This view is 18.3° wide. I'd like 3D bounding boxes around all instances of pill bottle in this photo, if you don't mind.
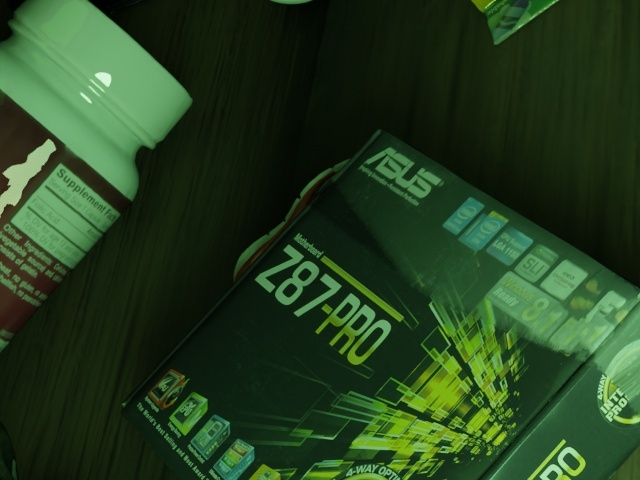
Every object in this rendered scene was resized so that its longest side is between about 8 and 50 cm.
[{"bbox_3d":[-0.319,-0.049,1.918,0.392,0.224,0.224,-50,33,-4],"label":"pill bottle"}]

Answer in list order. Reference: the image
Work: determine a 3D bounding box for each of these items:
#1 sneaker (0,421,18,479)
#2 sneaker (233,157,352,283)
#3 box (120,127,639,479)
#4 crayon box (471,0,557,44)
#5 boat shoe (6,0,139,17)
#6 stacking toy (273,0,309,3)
[{"bbox_3d":[-0.216,0.279,1.551,0.202,0.185,0.483,-25,33,-8],"label":"sneaker"},{"bbox_3d":[0.000,0.000,1.684,0.158,0.061,0.065,-46,60,2],"label":"sneaker"},{"bbox_3d":[0.051,0.111,1.459,0.318,0.097,0.395,-45,33,-4],"label":"box"},{"bbox_3d":[0.187,-0.344,1.795,0.203,0.083,0.323,-35,36,18],"label":"crayon box"},{"bbox_3d":[-0.259,-0.294,2.220,0.258,0.109,0.089,-21,44,36],"label":"boat shoe"},{"bbox_3d":[-0.091,-0.427,2.048,0.350,0.350,0.480,-36,50,15],"label":"stacking toy"}]
